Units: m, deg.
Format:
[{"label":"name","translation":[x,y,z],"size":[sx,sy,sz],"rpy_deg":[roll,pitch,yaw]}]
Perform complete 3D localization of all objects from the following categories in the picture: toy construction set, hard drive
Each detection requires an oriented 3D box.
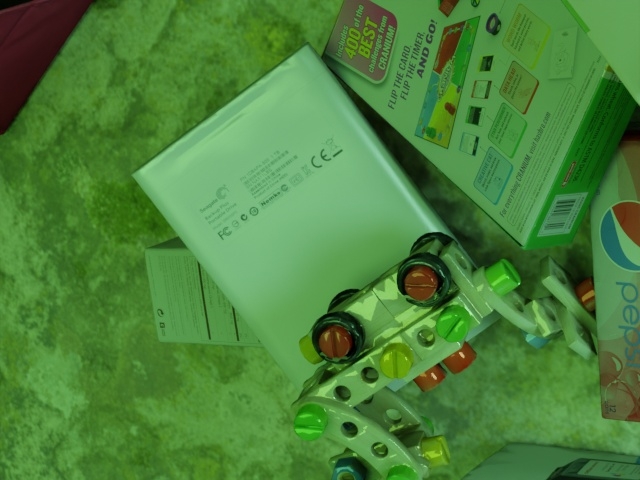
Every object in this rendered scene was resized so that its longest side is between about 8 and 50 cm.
[{"label":"toy construction set","translation":[0.108,0.117,1.809],"size":[0.328,0.151,0.215],"rpy_deg":[-38,98,10]},{"label":"hard drive","translation":[0.000,0.000,1.889],"size":[0.210,0.040,0.318],"rpy_deg":[-36,98,10]}]

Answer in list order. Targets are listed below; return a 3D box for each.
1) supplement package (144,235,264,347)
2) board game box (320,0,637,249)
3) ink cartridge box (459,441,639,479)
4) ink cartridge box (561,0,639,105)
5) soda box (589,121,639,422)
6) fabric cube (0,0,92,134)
[{"label":"supplement package","translation":[-0.074,0.045,2.016],"size":[0.179,0.105,0.105],"rpy_deg":[1,105,35]},{"label":"board game box","translation":[0.148,-0.180,1.759],"size":[0.316,0.064,0.242],"rpy_deg":[46,127,36]},{"label":"ink cartridge box","translation":[0.290,0.324,1.832],"size":[0.306,0.131,0.226],"rpy_deg":[1,105,34]},{"label":"ink cartridge box","translation":[0.339,-0.104,1.548],"size":[0.119,0.353,0.207],"rpy_deg":[-40,41,12]},{"label":"soda box","translation":[0.299,0.029,1.762],"size":[0.092,0.083,0.263],"rpy_deg":[3,106,34]},{"label":"fabric cube","translation":[-0.432,-0.256,2.082],"size":[0.254,0.259,0.258],"rpy_deg":[49,128,12]}]
